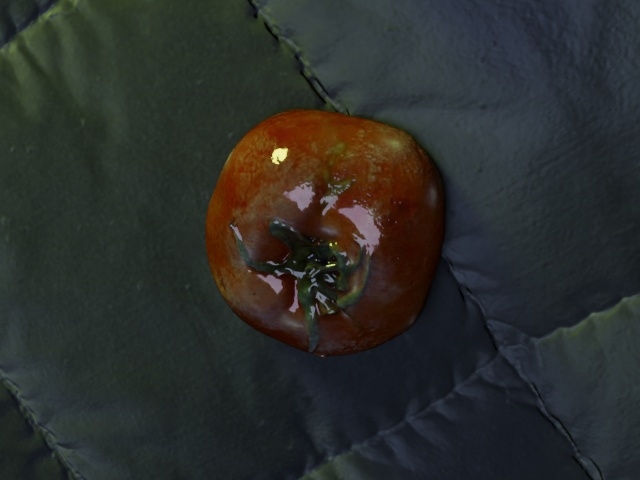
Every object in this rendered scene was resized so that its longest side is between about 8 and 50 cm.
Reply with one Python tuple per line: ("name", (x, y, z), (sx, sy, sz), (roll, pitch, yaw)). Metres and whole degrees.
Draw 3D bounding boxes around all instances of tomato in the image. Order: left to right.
("tomato", (0.000, 0.000, 1.461), (0.237, 0.095, 0.236), (7, 112, 17))
